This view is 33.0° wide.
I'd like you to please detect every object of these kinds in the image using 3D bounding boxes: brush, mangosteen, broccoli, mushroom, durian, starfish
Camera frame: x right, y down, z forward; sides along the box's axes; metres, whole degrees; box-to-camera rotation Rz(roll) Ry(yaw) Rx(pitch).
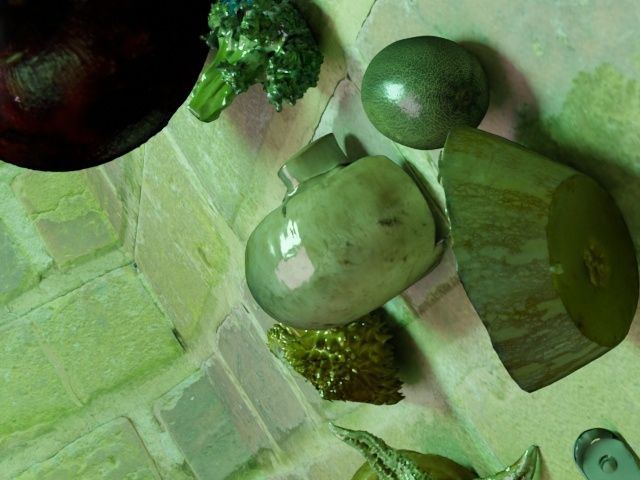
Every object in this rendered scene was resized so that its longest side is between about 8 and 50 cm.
[{"bbox_3d":[0.331,0.304,1.000,0.296,0.068,0.060,58,-176,17],"label":"brush"},{"bbox_3d":[-0.297,-0.285,1.317,0.381,0.421,0.380,8,110,25],"label":"mangosteen"},{"bbox_3d":[-0.078,-0.192,1.154,0.167,0.160,0.154,45,-174,12],"label":"broccoli"},{"bbox_3d":[0.000,0.000,1.184,0.195,0.189,0.254,56,158,3],"label":"mushroom"},{"bbox_3d":[0.027,0.140,1.426,0.250,0.183,0.137,165,112,-74],"label":"durian"},{"bbox_3d":[0.153,0.336,1.296,0.347,0.078,0.358,-42,80,34],"label":"starfish"}]

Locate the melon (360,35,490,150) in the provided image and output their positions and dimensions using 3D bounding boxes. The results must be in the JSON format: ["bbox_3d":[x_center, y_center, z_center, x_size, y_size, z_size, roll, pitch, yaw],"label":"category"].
[{"bbox_3d":[0.086,-0.125,0.914,0.131,0.098,0.098,27,143,64],"label":"melon"}]

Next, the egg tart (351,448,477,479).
[{"bbox_3d":[0.120,0.366,1.456,0.202,0.203,0.147,62,178,-7],"label":"egg tart"}]

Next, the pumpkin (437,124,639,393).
[{"bbox_3d":[0.175,0.006,0.825,0.110,0.217,0.217,-10,116,26],"label":"pumpkin"}]
